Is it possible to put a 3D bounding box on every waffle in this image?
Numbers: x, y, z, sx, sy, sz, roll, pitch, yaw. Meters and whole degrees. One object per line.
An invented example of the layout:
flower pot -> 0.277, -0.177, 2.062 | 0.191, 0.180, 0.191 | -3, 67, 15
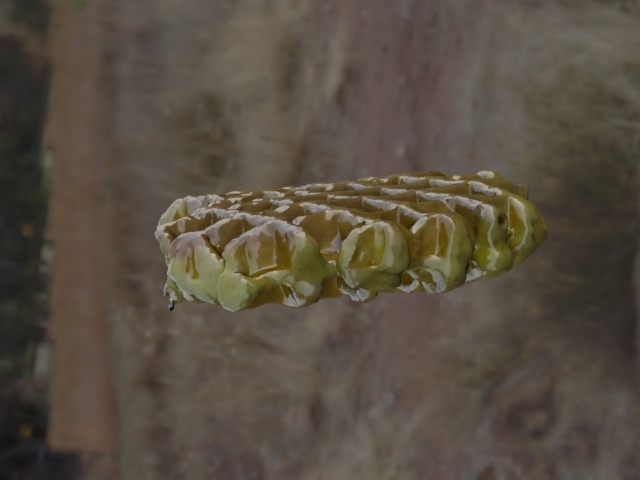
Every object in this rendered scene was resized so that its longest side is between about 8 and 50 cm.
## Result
waffle -> 0.000, -0.001, 0.999 | 0.253, 0.249, 0.056 | -22, -72, -61
